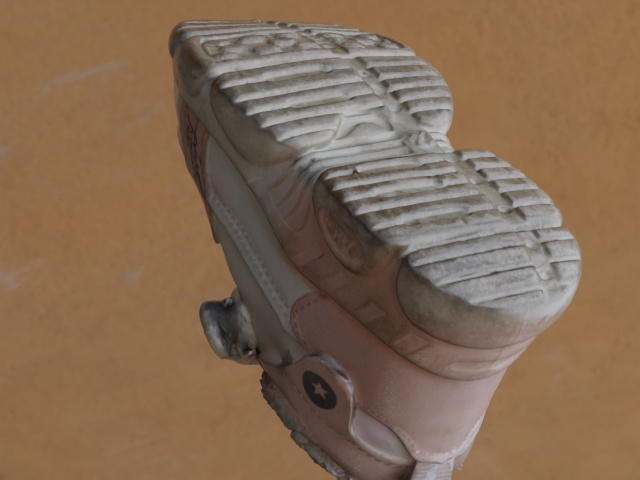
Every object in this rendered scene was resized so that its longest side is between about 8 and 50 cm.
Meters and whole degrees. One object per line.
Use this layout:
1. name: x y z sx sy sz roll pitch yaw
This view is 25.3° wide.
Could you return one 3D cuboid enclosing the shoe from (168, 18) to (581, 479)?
1. shoe: -0.003 0.000 0.881 0.351 0.171 0.198 55 -43 46
